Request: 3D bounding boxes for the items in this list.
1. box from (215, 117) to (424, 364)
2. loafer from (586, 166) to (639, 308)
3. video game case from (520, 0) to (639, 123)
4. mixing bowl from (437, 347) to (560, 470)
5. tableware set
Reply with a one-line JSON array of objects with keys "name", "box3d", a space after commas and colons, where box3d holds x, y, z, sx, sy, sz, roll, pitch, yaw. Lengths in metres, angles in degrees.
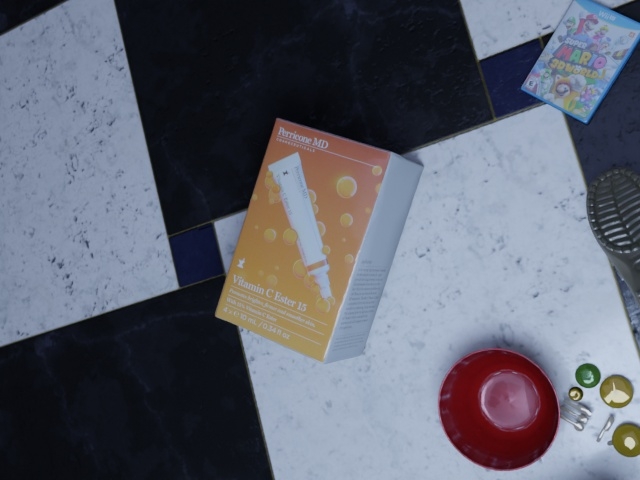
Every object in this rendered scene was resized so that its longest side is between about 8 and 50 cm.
[{"name": "box", "box3d": [0.000, 0.000, 1.334, 0.215, 0.168, 0.345, 20, 95, 24]}, {"name": "loafer", "box3d": [0.467, 0.018, 1.171, 0.102, 0.092, 0.268, -23, 63, 20]}, {"name": "video game case", "box3d": [0.406, -0.281, 1.249, 0.119, 0.015, 0.166, 34, 101, 22]}, {"name": "mixing bowl", "box3d": [0.281, 0.251, 1.235, 0.181, 0.098, 0.181, -1, 88, 25]}, {"name": "tableware set", "box3d": [0.442, 0.257, 1.206, 0.154, 0.024, 0.104, 29, 96, 24]}]
